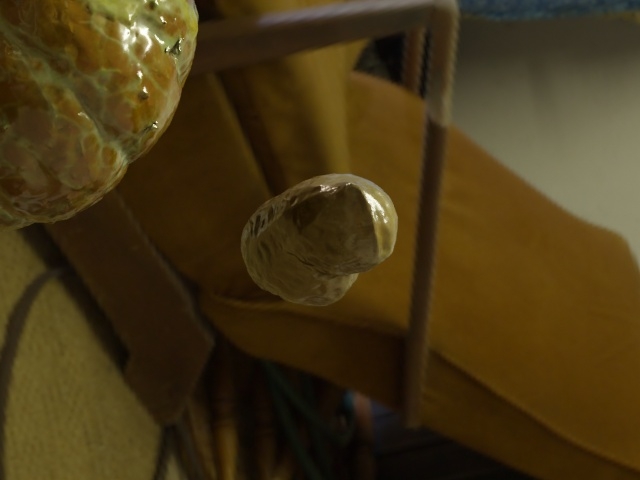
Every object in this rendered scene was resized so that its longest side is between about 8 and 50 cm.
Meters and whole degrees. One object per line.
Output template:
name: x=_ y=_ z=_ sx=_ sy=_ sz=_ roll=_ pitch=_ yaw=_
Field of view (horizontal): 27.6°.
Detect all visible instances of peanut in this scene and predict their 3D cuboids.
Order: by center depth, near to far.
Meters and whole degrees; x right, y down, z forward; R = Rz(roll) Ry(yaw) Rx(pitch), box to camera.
peanut: x=0.000 y=0.000 z=1.126 sx=0.226 sy=0.095 sz=0.108 roll=-28 pitch=-99 yaw=64

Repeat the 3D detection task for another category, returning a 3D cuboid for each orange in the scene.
orange: x=-0.263 y=-0.159 z=1.107 sx=0.249 sy=0.329 sz=0.329 roll=42 pitch=36 yaw=-61
